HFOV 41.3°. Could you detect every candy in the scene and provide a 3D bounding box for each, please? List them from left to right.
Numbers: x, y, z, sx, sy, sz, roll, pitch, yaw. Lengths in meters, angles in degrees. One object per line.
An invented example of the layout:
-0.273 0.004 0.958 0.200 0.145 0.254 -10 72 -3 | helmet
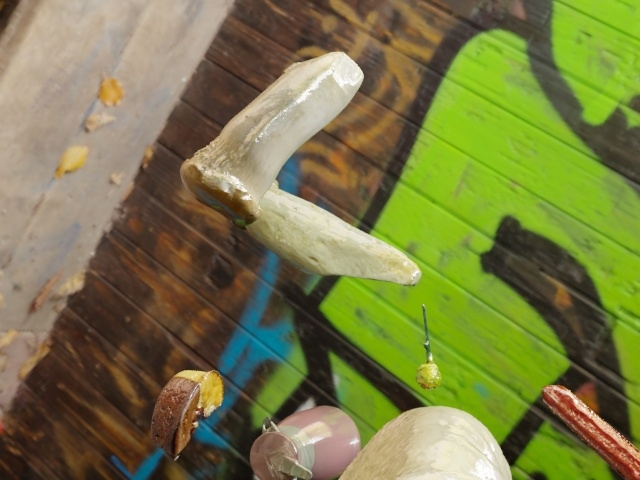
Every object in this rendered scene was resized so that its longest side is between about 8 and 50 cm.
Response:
0.149 0.150 1.192 0.035 0.035 0.122 -10 97 -58 | candy

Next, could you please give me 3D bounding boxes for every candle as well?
0.431 0.308 1.198 0.048 0.329 0.051 -23 131 -21 | candle

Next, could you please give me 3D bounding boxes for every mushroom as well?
-0.036 -0.104 0.794 0.209 0.084 0.071 -48 173 -16 | mushroom
-0.002 0.003 1.348 0.107 0.333 0.087 -60 162 4 | mushroom

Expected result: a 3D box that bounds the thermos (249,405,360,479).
-0.030 0.396 1.550 0.146 0.176 0.265 -25 167 16 | thermos

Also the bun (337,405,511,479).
0.124 0.393 1.120 0.365 0.219 0.365 -54 -179 1 | bun

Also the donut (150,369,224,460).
-0.290 0.349 1.834 0.217 0.085 0.141 -41 141 -60 | donut
